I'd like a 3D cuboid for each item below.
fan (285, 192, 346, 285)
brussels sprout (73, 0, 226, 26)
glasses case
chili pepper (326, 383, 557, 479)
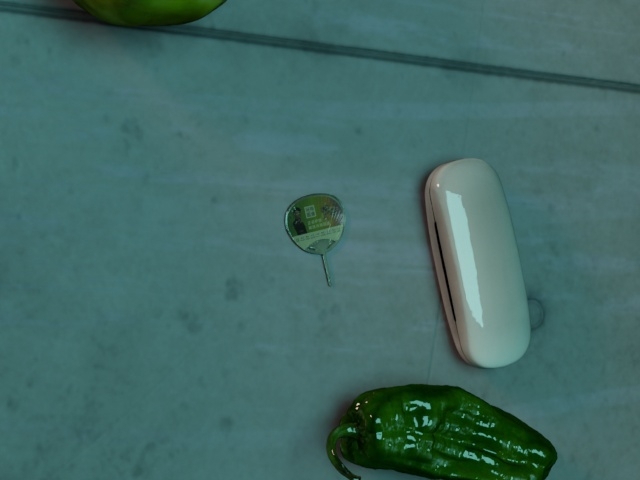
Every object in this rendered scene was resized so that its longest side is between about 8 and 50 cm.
[{"bbox_3d":[-0.007,-0.005,1.724,0.060,0.003,0.080,17,78,-26],"label":"fan"},{"bbox_3d":[-0.135,-0.279,1.585,0.223,0.161,0.223,-1,93,-25],"label":"brussels sprout"},{"bbox_3d":[0.144,0.021,1.778,0.074,0.049,0.193,-14,92,-29],"label":"glasses case"},{"bbox_3d":[0.111,0.179,1.734,0.257,0.074,0.100,13,80,-28],"label":"chili pepper"}]
